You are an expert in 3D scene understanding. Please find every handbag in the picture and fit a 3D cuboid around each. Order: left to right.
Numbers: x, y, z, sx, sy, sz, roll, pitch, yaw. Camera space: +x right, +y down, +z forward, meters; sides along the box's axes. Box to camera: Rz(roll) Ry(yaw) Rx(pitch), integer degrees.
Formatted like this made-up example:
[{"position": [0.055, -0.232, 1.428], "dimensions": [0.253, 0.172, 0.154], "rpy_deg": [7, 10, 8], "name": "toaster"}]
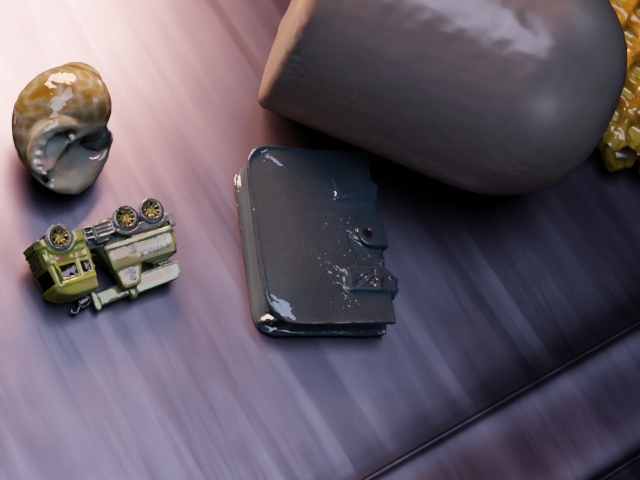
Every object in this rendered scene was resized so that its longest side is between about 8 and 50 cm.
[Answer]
[{"position": [0.000, 0.000, 1.969], "dimensions": [0.179, 0.062, 0.229], "rpy_deg": [1, 64, -17], "name": "handbag"}]

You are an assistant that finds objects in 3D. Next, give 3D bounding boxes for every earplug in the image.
[{"position": [0.160, -0.228, 1.992], "dimensions": [0.394, 0.312, 0.312], "rpy_deg": [23, 59, -6], "name": "earplug"}]

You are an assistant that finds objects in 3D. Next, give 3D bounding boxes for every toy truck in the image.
[{"position": [-0.234, 0.021, 1.879], "dimensions": [0.169, 0.077, 0.100], "rpy_deg": [-18, 84, -28], "name": "toy truck"}]

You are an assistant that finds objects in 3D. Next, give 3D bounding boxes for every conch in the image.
[{"position": [-0.294, -0.135, 1.924], "dimensions": [0.116, 0.106, 0.173], "rpy_deg": [12, 78, -34], "name": "conch"}]

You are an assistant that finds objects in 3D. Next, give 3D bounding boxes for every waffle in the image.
[{"position": [0.409, -0.214, 2.209], "dimensions": [0.329, 0.062, 0.329], "rpy_deg": [7, 63, -14], "name": "waffle"}]
